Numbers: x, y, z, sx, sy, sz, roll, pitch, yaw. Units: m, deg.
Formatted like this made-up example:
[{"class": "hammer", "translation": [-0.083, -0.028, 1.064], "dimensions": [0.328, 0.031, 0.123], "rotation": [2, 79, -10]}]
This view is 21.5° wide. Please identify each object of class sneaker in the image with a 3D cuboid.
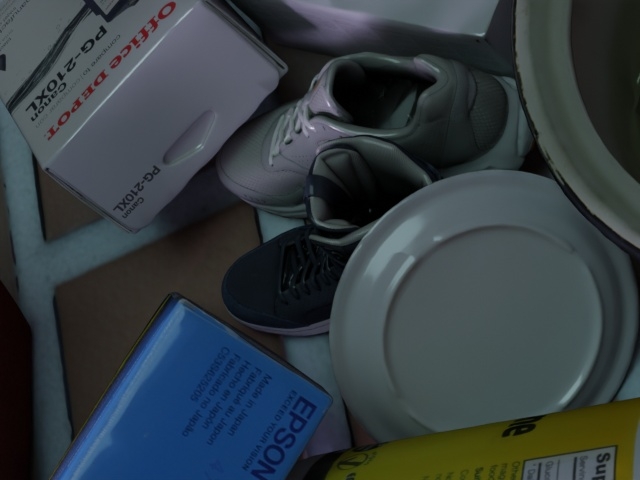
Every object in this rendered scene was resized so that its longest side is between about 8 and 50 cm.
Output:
[{"class": "sneaker", "translation": [0.014, -0.086, 1.173], "dimensions": [0.262, 0.121, 0.099], "rotation": [-10, 64, 38]}, {"class": "sneaker", "translation": [0.001, -0.002, 1.132], "dimensions": [0.226, 0.163, 0.086], "rotation": [-12, 66, 28]}]

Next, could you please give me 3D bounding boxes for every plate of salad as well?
[{"class": "plate of salad", "translation": [0.101, 0.051, 1.053], "dimensions": [0.200, 0.200, 0.048], "rotation": [-48, 18, 5]}]

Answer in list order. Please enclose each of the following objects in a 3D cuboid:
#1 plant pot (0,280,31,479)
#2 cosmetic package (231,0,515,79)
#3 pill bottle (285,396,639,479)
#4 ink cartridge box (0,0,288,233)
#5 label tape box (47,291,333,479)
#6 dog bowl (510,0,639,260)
[{"class": "plant pot", "translation": [-0.356, 0.125, 1.242], "dimensions": [0.267, 0.236, 0.267], "rotation": [-16, 62, 23]}, {"class": "cosmetic package", "translation": [0.046, -0.169, 1.215], "dimensions": [0.239, 0.099, 0.060], "rotation": [17, 79, 34]}, {"class": "pill bottle", "translation": [0.145, 0.189, 0.947], "dimensions": [0.334, 0.188, 0.188], "rotation": [-13, 64, 25]}, {"class": "ink cartridge box", "translation": [-0.154, -0.141, 1.285], "dimensions": [0.172, 0.100, 0.237], "rotation": [-47, 39, 6]}, {"class": "label tape box", "translation": [-0.117, 0.166, 1.097], "dimensions": [0.115, 0.348, 0.249], "rotation": [32, 86, -3]}, {"class": "dog bowl", "translation": [0.327, -0.132, 1.001], "dimensions": [0.408, 0.150, 0.408], "rotation": [-12, 64, 25]}]
